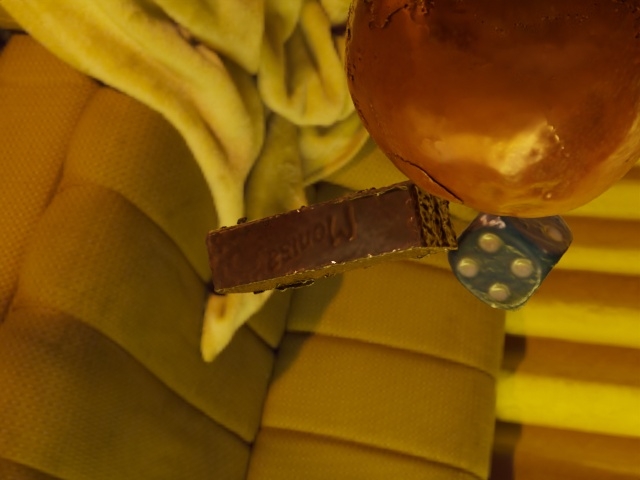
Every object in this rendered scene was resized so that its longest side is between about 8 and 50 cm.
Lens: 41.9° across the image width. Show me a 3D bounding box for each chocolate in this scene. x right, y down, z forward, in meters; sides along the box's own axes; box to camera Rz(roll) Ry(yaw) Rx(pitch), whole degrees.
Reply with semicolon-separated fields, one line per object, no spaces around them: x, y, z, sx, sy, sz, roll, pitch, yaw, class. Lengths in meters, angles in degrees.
0.000;0.000;1.047;0.112;0.321;0.111;-9;87;-62;chocolate

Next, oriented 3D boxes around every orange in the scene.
0.132;-0.138;0.583;0.240;0.240;0.240;4;90;-71;orange

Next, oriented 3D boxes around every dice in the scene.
0.299;0.013;1.314;0.143;0.146;0.146;-36;165;-50;dice
